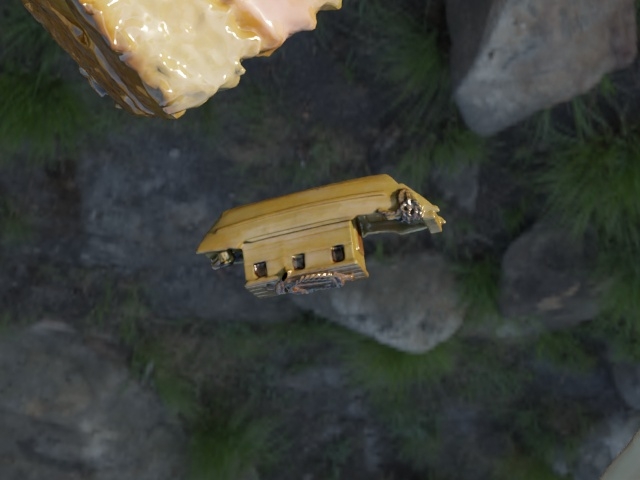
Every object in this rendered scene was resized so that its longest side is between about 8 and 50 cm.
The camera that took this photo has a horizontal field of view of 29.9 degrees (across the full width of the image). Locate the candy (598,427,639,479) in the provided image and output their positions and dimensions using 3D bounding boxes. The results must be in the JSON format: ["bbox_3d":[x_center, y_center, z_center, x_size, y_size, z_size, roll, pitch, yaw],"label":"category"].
[{"bbox_3d":[0.148,0.217,0.435,0.208,0.145,0.359,40,88,-34],"label":"candy"}]

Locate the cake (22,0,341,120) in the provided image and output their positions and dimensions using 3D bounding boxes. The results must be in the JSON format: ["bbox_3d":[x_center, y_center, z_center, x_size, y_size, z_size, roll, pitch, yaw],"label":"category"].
[{"bbox_3d":[-0.107,-0.284,0.916,0.307,0.314,0.293,-43,115,-8],"label":"cake"}]

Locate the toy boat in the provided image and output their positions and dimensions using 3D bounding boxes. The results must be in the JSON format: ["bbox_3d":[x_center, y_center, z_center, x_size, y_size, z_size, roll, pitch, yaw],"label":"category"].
[{"bbox_3d":[0.000,0.000,0.961,0.200,0.077,0.057,-13,160,12],"label":"toy boat"}]
